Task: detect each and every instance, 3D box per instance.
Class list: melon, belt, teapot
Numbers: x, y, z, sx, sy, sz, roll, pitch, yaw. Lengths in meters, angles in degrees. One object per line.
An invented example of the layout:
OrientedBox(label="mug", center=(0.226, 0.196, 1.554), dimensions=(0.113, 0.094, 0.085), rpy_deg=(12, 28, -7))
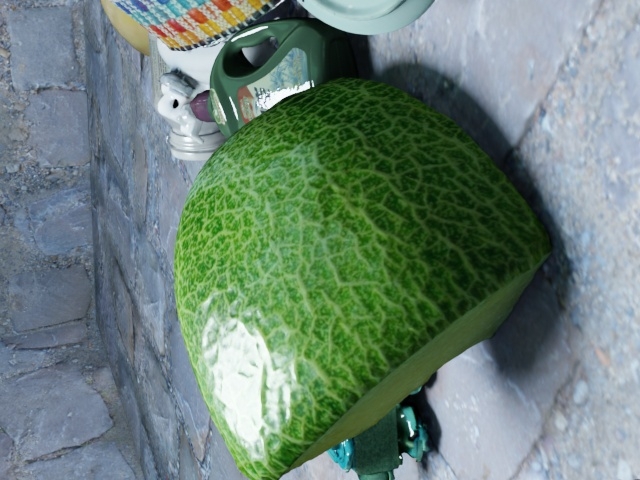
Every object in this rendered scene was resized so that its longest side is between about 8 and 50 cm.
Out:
OrientedBox(label="melon", center=(0.000, 0.000, 0.862), dimensions=(0.331, 0.226, 0.343), rpy_deg=(-47, 63, 15))
OrientedBox(label="belt", center=(-0.111, -0.333, 1.041), dimensions=(0.295, 0.160, 0.206), rpy_deg=(-18, 50, 36))
OrientedBox(label="teapot", center=(0.051, -0.276, 0.795), dimensions=(0.232, 0.159, 0.159), rpy_deg=(-53, 48, 45))

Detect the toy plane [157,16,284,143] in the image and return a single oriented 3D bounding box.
OrientedBox(label="toy plane", center=(-0.122, -0.243, 1.195), dimensions=(0.245, 0.117, 0.244), rpy_deg=(-17, 64, 39))

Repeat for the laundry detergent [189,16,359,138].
OrientedBox(label="laundry detergent", center=(-0.065, -0.175, 1.052), dimensions=(0.222, 0.078, 0.144), rpy_deg=(3, 110, 36))

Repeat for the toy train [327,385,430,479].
OrientedBox(label="toy train", center=(0.047, 0.163, 1.016), dimensions=(0.154, 0.107, 0.197), rpy_deg=(-144, 49, -71))

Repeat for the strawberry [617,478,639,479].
OrientedBox(label="strawberry", center=(0.217, 0.211, 0.646), dimensions=(0.096, 0.083, 0.083), rpy_deg=(59, 171, -32))

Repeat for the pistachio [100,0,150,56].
OrientedBox(label="pistachio", center=(-0.276, -0.442, 1.500), dimensions=(0.181, 0.162, 0.293), rpy_deg=(33, 127, 40))

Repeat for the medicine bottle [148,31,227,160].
OrientedBox(label="medicine bottle", center=(-0.182, -0.233, 1.378), dimensions=(0.135, 0.135, 0.215), rpy_deg=(-141, 45, -59))
